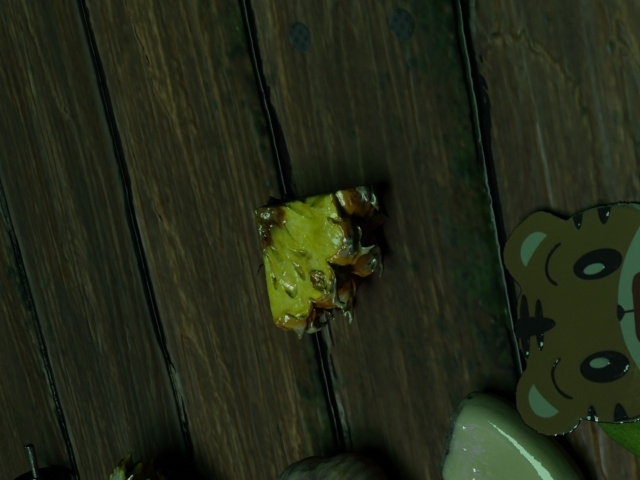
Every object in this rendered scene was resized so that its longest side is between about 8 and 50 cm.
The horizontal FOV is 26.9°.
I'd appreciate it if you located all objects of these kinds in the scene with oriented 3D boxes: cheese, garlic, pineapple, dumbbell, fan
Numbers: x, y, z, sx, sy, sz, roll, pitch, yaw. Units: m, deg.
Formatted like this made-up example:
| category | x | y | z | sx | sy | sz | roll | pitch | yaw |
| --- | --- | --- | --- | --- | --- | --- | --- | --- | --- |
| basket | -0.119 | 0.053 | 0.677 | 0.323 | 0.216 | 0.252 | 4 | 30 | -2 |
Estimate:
| category | x | y | z | sx | sy | sz | roll | pitch | yaw |
| --- | --- | --- | --- | --- | --- | --- | --- | --- | --- |
| cheese | 0.170 | 0.187 | 0.952 | 0.192 | 0.037 | 0.097 | 33 | 129 | 30 |
| garlic | 0.014 | 0.250 | 1.084 | 0.147 | 0.102 | 0.159 | 10 | 114 | 42 |
| pineapple | 0.000 | 0.000 | 1.024 | 0.116 | 0.069 | 0.137 | 45 | 124 | 28 |
| dumbbell | -0.291 | 0.283 | 1.413 | 0.069 | 0.069 | 0.147 | 6 | 112 | 42 |
| fan | 0.211 | 0.039 | 0.833 | 0.226 | 0.008 | 0.153 | -13 | 71 | 39 |

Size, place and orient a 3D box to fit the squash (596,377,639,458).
| category | x | y | z | sx | sy | sz | roll | pitch | yaw |
| --- | --- | --- | --- | --- | --- | --- | --- | --- | --- |
| squash | 0.275 | 0.146 | 0.813 | 0.258 | 0.069 | 0.069 | 33 | 128 | 31 |

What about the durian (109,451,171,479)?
| category | x | y | z | sx | sy | sz | roll | pitch | yaw |
| --- | --- | --- | --- | --- | --- | --- | --- | --- | --- |
| durian | -0.153 | 0.320 | 1.260 | 0.137 | 0.183 | 0.250 | 8 | 116 | 1 |
